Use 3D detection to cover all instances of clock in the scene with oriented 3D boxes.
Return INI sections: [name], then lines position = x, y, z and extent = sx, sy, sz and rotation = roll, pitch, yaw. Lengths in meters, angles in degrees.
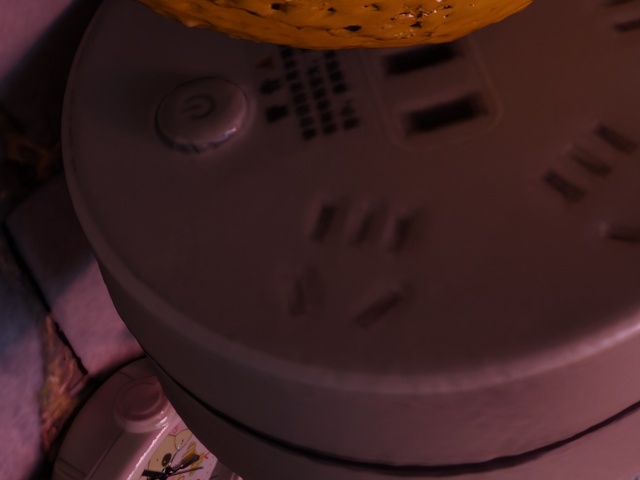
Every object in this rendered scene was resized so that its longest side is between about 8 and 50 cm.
[clock]
position = -0.103, 0.140, 0.789
extent = 0.191, 0.062, 0.151
rotation = -60, 152, -10

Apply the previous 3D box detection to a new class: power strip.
[power strip]
position = 0.065, -0.042, 0.621
extent = 0.357, 0.357, 0.161
rotation = -52, 152, -24

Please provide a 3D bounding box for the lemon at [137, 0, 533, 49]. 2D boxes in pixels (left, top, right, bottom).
[lemon]
position = 0.006, -0.198, 0.477
extent = 0.310, 0.258, 0.258
rotation = 13, 101, -39
